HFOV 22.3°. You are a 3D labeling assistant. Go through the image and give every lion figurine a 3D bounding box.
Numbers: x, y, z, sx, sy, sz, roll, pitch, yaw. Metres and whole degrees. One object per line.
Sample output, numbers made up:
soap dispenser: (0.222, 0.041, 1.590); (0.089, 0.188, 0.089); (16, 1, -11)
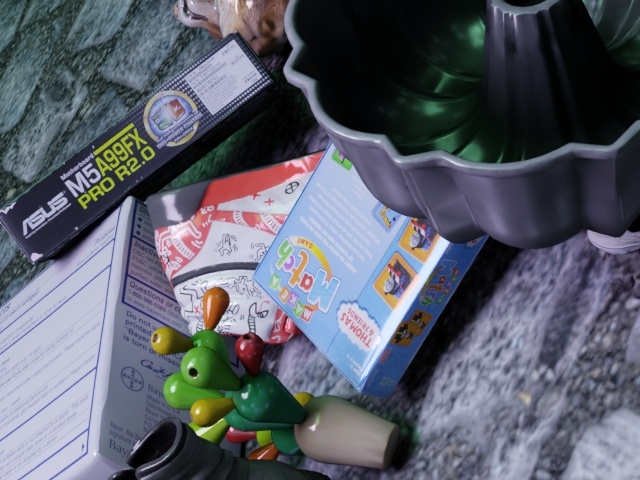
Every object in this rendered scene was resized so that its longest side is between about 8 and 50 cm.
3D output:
lion figurine: (-0.034, -0.380, 1.606); (0.240, 0.142, 0.392); (83, -156, -79)

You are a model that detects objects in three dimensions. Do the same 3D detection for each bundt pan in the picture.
bundt pan: (0.146, -0.121, 1.075); (0.330, 0.124, 0.331); (-10, 46, 10)

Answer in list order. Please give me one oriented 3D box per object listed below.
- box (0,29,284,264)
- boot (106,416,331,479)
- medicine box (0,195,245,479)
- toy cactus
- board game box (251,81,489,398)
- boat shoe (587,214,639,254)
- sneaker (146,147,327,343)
box: (-0.160, -0.084, 1.510); (0.270, 0.060, 0.216); (-37, 1, 3)
boot: (-0.114, 0.234, 1.180); (0.246, 0.161, 0.083); (-56, 28, 21)
medicine box: (-0.202, 0.157, 1.420); (0.263, 0.149, 0.289); (-36, 35, 33)
toy cactus: (-0.027, 0.122, 1.200); (0.180, 0.219, 0.112); (14, 62, 18)
board game box: (0.049, -0.015, 1.207); (0.160, 0.039, 0.211); (44, 109, 43)
boat shoe: (0.208, -0.013, 1.069); (0.100, 0.035, 0.035); (1, 63, 57)
sneaker: (0.000, 0.000, 1.334); (0.270, 0.145, 0.090); (-14, 4, 11)
